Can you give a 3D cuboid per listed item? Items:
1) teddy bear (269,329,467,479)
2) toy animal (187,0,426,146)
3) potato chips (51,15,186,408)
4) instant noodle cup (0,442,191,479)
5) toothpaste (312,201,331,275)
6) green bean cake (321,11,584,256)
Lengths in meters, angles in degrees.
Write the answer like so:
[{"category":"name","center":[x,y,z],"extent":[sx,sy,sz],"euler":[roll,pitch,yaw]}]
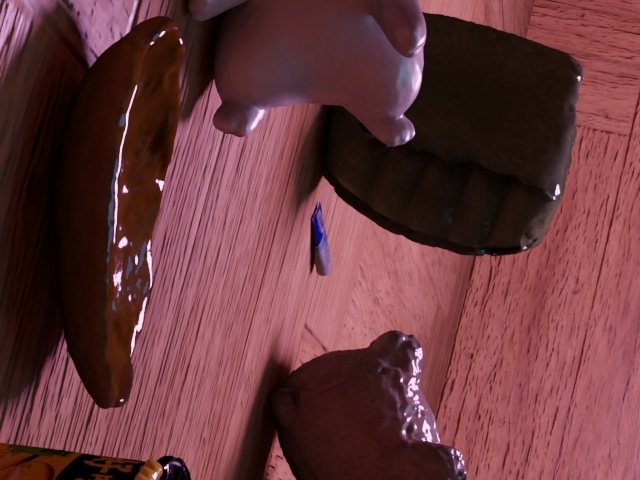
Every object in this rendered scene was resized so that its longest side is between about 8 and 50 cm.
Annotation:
[{"category":"teddy bear","center":[0.063,0.221,1.518],"extent":[0.151,0.267,0.236],"euler":[-30,176,-23]},{"category":"toy animal","center":[-0.001,-0.174,0.978],"extent":[0.282,0.140,0.138],"euler":[94,4,-57]},{"category":"potato chips","center":[-0.105,-0.010,0.832],"extent":[0.150,0.049,0.201],"euler":[-71,167,-50]},{"category":"instant noodle cup","center":[-0.131,0.149,0.682],"extent":[0.151,0.122,0.151],"euler":[11,90,-79]},{"category":"toothpaste","center":[0.000,0.000,1.548],"extent":[0.083,0.015,0.024],"euler":[83,23,-48]},{"category":"green bean cake","center":[0.119,-0.099,1.522],"extent":[0.227,0.222,0.125],"euler":[-68,176,-51]}]
